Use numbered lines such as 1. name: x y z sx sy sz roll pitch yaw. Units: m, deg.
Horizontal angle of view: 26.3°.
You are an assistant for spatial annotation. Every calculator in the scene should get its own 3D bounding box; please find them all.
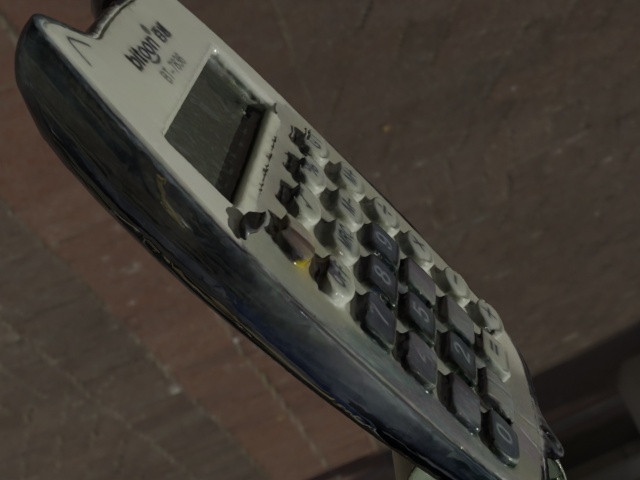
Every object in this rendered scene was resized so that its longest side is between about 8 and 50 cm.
1. calculator: 0.000 0.000 0.528 0.040 0.268 0.177 -46 -169 19

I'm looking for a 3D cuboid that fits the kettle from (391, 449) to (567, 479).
1. kettle: 0.134 0.185 1.427 0.240 0.255 0.165 38 109 -18
